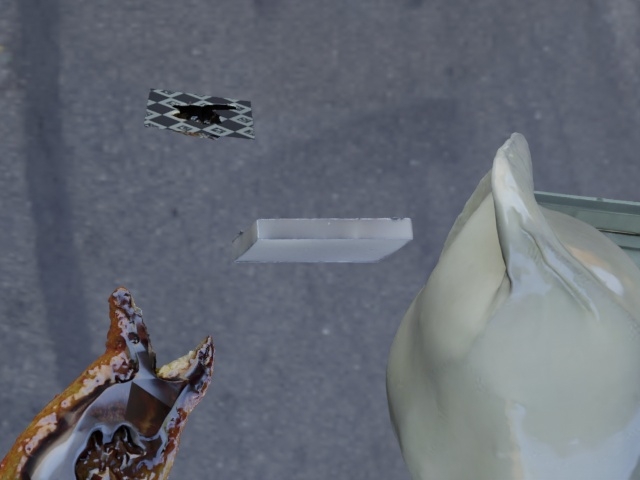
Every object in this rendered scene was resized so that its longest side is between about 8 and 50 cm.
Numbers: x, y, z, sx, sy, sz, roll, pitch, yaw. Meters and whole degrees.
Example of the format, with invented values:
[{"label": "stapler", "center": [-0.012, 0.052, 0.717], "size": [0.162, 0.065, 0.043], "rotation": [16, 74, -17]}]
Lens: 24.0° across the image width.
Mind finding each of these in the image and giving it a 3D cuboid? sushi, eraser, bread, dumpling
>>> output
[{"label": "sushi", "center": [-0.135, -0.128, 1.661], "size": [0.126, 0.120, 0.026], "rotation": [-99, -162, -65]}, {"label": "eraser", "center": [0.000, 0.000, 1.407], "size": [0.150, 0.104, 0.023], "rotation": [0, 78, -17]}, {"label": "bread", "center": [-0.201, 0.182, 1.399], "size": [0.139, 0.095, 0.269], "rotation": [37, 60, -15]}, {"label": "dumpling", "center": [0.099, 0.067, 0.733], "size": [0.132, 0.162, 0.250], "rotation": [-8, 113, -4]}]

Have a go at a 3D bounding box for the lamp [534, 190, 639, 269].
[{"label": "lamp", "center": [0.312, 0.053, 1.357], "size": [0.269, 0.266, 0.047], "rotation": [40, 79, -22]}]
